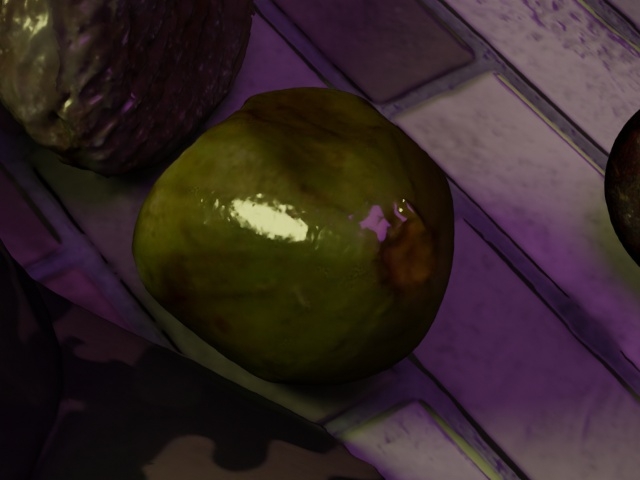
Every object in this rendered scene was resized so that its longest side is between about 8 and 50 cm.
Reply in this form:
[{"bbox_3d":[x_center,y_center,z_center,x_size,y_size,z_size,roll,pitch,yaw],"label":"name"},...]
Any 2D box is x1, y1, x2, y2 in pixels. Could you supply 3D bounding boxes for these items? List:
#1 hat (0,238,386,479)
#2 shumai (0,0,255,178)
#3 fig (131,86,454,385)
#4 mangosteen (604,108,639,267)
[{"bbox_3d":[-0.154,0.081,0.570,0.381,0.257,0.366,7,49,18],"label":"hat"},{"bbox_3d":[-0.133,-0.139,0.803,0.153,0.161,0.210,9,69,24],"label":"shumai"},{"bbox_3d":[0.000,0.000,0.702,0.165,0.154,0.144,25,84,53],"label":"fig"},{"bbox_3d":[0.224,-0.028,0.799,0.140,0.140,0.140,6,50,-8],"label":"mangosteen"}]
